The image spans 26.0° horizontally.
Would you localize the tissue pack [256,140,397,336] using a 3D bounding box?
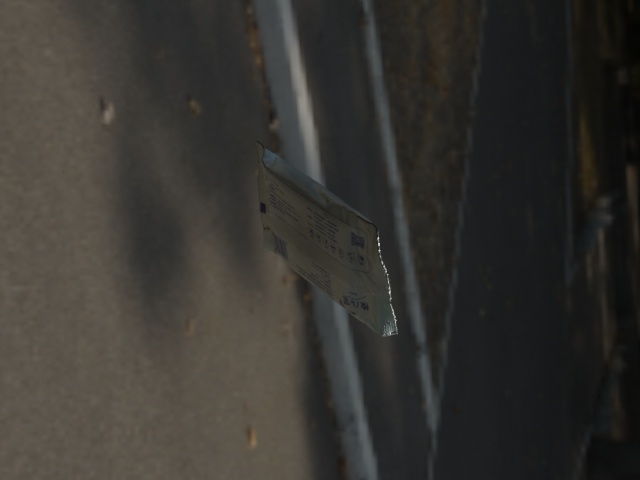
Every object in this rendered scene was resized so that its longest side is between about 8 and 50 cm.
[{"bbox_3d":[0.000,0.000,1.241,0.026,0.193,0.122,-26,130,-27],"label":"tissue pack"}]
